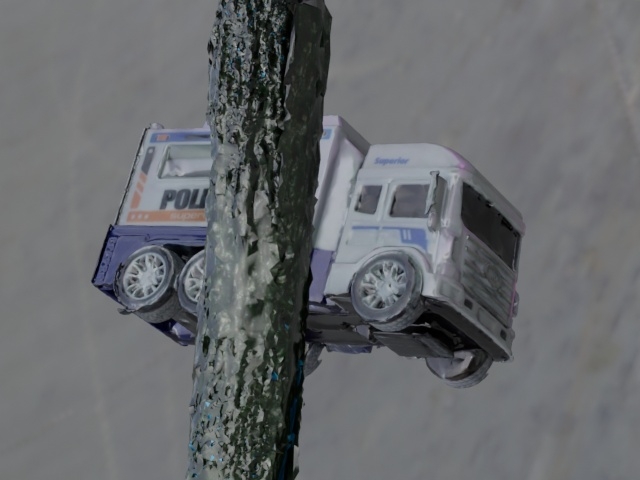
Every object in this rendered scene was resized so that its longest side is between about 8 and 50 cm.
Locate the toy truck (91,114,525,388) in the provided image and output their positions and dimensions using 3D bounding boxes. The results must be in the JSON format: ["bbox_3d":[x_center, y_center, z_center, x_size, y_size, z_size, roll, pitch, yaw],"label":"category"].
[{"bbox_3d":[0.000,0.000,1.270,0.268,0.124,0.155,1,66,33],"label":"toy truck"}]

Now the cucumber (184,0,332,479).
[{"bbox_3d":[-0.023,0.008,0.714,0.043,0.044,0.256,16,-103,-71],"label":"cucumber"}]
